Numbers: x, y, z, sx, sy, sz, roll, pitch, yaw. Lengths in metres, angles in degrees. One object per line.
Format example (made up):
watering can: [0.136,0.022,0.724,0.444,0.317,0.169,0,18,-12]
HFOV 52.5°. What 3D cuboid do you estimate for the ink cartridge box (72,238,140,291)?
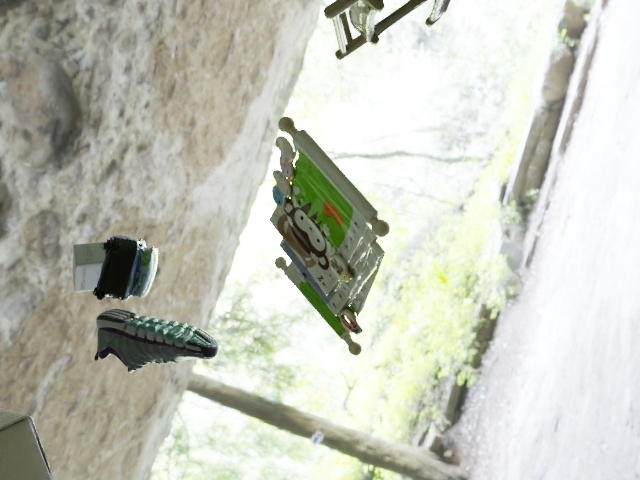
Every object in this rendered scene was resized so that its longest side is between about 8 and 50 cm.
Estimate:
ink cartridge box: [-0.569,0.066,1.735,0.072,0.175,0.127,67,148,32]

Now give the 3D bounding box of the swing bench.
swing bench: [0.119,-0.426,1.026,0.253,0.255,0.165,-23,-82,-84]

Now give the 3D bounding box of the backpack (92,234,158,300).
backpack: [-0.313,0.045,1.064,0.114,0.084,0.105,-150,74,-80]

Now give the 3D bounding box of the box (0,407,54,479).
box: [-0.559,0.348,1.029,0.148,0.311,0.121,-23,-81,-40]

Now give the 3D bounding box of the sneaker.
sneaker: [-0.286,0.191,1.133,0.083,0.224,0.098,-29,-48,-74]

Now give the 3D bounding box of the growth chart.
growth chart: [0.000,0.000,0.661,0.021,0.172,0.237,-32,-28,-27]
